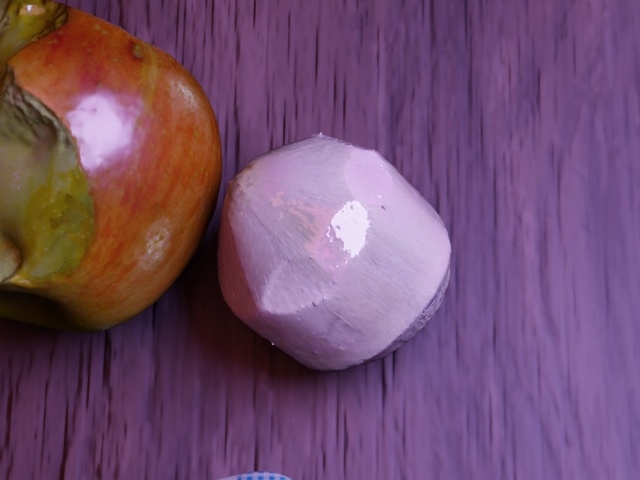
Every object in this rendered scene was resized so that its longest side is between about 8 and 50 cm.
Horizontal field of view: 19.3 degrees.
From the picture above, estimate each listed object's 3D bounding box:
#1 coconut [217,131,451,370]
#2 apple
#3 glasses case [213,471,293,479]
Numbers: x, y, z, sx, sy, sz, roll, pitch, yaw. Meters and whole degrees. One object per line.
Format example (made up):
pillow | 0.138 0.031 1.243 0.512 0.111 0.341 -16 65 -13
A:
coconut | 0.000 0.000 1.395 0.183 0.171 0.171 42 73 -28
apple | -0.201 -0.050 1.404 0.246 0.246 0.226 19 78 12
glasses case | -0.151 0.261 1.372 0.327 0.076 0.125 -15 71 0
